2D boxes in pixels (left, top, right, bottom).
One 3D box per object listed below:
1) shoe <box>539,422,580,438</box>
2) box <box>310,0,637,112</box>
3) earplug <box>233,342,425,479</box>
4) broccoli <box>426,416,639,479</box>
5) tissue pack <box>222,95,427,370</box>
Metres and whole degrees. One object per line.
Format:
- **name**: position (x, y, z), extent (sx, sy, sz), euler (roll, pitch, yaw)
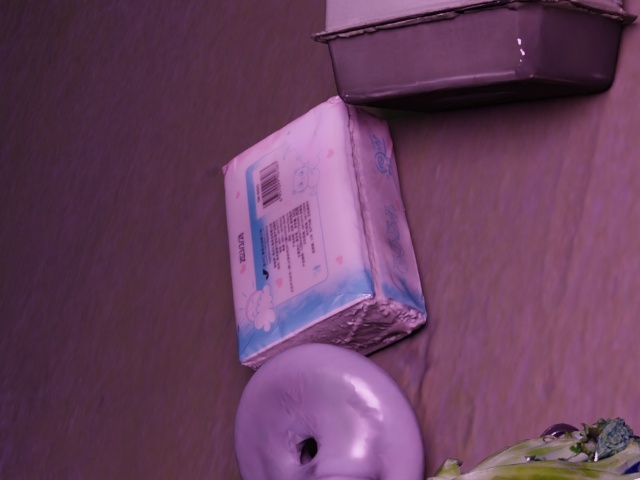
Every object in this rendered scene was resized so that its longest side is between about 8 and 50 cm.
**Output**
- **shoe**: position (0.180, 0.227, 0.997), extent (0.159, 0.062, 0.053), euler (-58, 20, 10)
- **box**: position (0.152, -0.227, 1.135), extent (0.290, 0.220, 0.166), euler (-2, 90, 42)
- **earplug**: position (0.008, 0.253, 1.054), extent (0.214, 0.175, 0.325), euler (-41, 46, 29)
- **broccoli**: position (0.180, 0.252, 0.842), extent (0.265, 0.245, 0.294), euler (-98, 31, -51)
- **tissue pack**: position (-0.002, 0.001, 1.229), extent (0.201, 0.124, 0.271), euler (-28, 54, 29)
